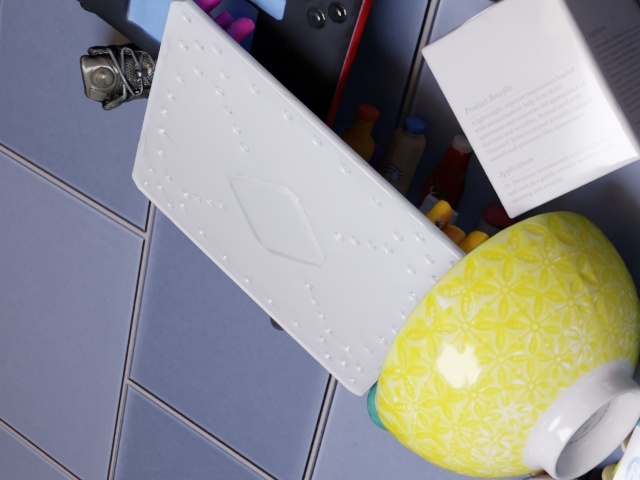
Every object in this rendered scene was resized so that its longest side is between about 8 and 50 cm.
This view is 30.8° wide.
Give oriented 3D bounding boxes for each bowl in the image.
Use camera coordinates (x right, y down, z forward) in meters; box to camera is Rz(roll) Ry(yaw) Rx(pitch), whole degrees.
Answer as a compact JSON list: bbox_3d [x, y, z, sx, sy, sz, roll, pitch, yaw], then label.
[{"bbox_3d":[0.210,0.132,1.101,0.156,0.289,0.289,47,132,36],"label":"bowl"}]

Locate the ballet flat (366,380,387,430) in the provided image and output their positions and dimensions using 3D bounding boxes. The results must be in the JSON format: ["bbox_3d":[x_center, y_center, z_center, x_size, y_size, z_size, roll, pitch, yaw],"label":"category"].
[{"bbox_3d":[0.125,0.178,1.339,0.247,0.087,0.083,-27,91,41],"label":"ballet flat"}]

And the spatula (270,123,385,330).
[{"bbox_3d":[0.000,0.000,1.400,0.084,0.030,0.296,37,126,17],"label":"spatula"}]

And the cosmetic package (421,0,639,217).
[{"bbox_3d":[0.224,-0.147,1.089,0.151,0.151,0.184,-26,91,40],"label":"cosmetic package"}]

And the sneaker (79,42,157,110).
[{"bbox_3d":[-0.202,-0.205,1.410,0.227,0.130,0.087,2,111,35],"label":"sneaker"}]

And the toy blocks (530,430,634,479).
[{"bbox_3d":[0.292,0.256,1.264,0.123,0.054,0.148,35,127,20],"label":"toy blocks"}]

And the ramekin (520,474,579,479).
[{"bbox_3d":[0.263,0.345,1.249,0.207,0.109,0.207,20,142,17],"label":"ramekin"}]

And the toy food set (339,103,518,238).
[{"bbox_3d":[0.126,-0.053,1.228,0.232,0.111,0.105,36,126,23],"label":"toy food set"}]

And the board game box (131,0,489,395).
[{"bbox_3d":[-0.032,-0.035,1.258,0.390,0.050,0.390,43,152,7],"label":"board game box"}]

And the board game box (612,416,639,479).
[{"bbox_3d":[0.466,0.188,1.039,0.336,0.079,0.254,26,104,27],"label":"board game box"}]

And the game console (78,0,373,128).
[{"bbox_3d":[-0.115,-0.292,1.187,0.386,0.060,0.342,38,136,17],"label":"game console"}]
